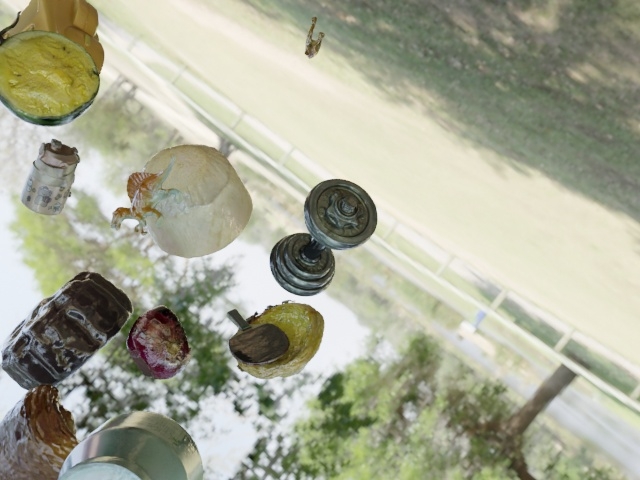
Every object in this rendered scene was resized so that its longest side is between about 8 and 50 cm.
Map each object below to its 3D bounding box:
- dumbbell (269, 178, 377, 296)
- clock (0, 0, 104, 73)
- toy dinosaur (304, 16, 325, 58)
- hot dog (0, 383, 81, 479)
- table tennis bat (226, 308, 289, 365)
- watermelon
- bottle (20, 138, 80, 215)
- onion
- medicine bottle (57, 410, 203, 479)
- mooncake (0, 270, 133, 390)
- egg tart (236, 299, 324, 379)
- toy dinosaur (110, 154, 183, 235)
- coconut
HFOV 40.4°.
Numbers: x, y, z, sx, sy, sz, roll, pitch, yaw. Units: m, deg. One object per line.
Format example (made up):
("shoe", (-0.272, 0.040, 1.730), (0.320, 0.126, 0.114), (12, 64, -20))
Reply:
("dumbbell", (0.000, 0.000, 2.097), (0.179, 0.179, 0.406), (39, 147, 0))
("clock", (-0.630, -0.425, 2.042), (0.200, 0.244, 0.317), (26, -147, -39))
("toy dinosaur", (-0.023, -0.439, 2.035), (0.039, 0.126, 0.162), (16, 148, 1))
("hot dog", (-0.690, 0.510, 2.129), (0.174, 0.387, 0.267), (-10, -114, -43))
("table tennis bat", (-0.187, 0.257, 2.354), (0.274, 0.154, 0.021), (39, 144, 52))
("watermelon", (-0.573, -0.324, 1.789), (0.232, 0.204, 0.127), (29, 151, -5))
("bottle", (-0.539, -0.134, 1.760), (0.099, 0.152, 0.099), (24, -159, -9))
("onion", (-0.461, 0.284, 2.382), (0.218, 0.140, 0.195), (3, 121, 50))
("medicine bottle", (-0.346, 0.449, 1.539), (0.245, 0.245, 0.290), (39, -179, -1))
("mooncake", (-0.734, 0.264, 2.469), (0.212, 0.381, 0.350), (46, -160, -17))
("egg tart", (-0.107, 0.283, 2.400), (0.279, 0.279, 0.095), (38, 158, 50))
("toy dinosaur", (-0.344, -0.095, 1.737), (0.142, 0.212, 0.057), (30, -161, 29))
("coconut", (-0.329, -0.096, 2.306), (0.329, 0.329, 0.329), (39, 179, 1))
